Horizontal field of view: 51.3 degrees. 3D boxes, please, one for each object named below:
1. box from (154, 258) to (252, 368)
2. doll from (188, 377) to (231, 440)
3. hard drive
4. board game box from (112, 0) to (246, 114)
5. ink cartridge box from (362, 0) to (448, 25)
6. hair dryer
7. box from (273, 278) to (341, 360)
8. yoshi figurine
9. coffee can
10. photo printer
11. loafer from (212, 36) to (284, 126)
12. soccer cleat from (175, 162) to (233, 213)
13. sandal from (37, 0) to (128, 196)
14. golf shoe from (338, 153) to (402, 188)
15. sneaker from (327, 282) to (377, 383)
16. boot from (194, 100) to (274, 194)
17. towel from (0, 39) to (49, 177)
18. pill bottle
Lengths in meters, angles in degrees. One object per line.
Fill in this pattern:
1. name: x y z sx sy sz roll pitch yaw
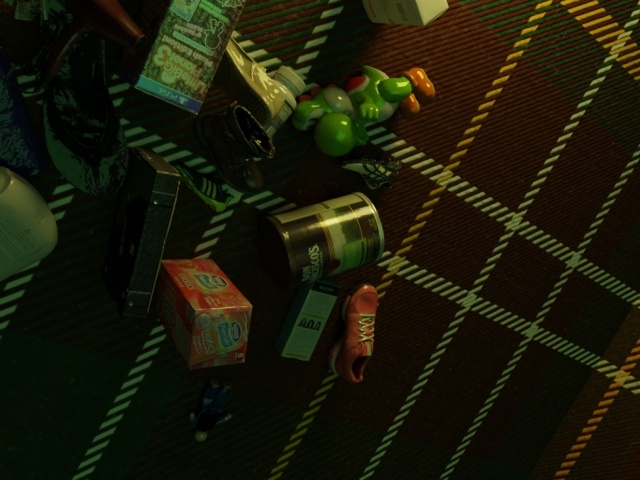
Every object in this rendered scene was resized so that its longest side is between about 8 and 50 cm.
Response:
1. box: -0.290 0.167 1.606 0.142 0.300 0.154 0 110 -29
2. doll: -0.309 0.486 1.884 0.129 0.046 0.189 17 101 -32
3. hard drive: -0.409 -0.023 1.500 0.064 0.237 0.338 8 105 -32
4. board game box: -0.295 -0.441 1.392 0.141 0.232 0.291 20 99 -33
5. ink cartridge box: 0.186 -0.609 1.599 0.092 0.218 0.158 -39 124 -17
6. hair dryer: -0.476 -0.403 1.302 0.294 0.080 0.223 1 100 12
7. box: -0.039 0.221 1.915 0.101 0.060 0.244 18 101 -34
8. yoshi figurine: 0.111 -0.313 1.702 0.362 0.203 0.203 -18 124 -19
9. coffee can: 0.000 0.000 1.760 0.275 0.201 0.201 -17 118 -23
10. photo printer: -0.709 -0.008 1.364 0.308 0.107 0.256 -31 152 -14
11. loafer: -0.181 -0.377 1.521 0.268 0.102 0.092 54 44 3
12. soccer cleat: -0.286 -0.141 1.633 0.072 0.060 0.179 -53 132 -13
13. sandal: -0.508 -0.295 1.393 0.168 0.107 0.445 -9 112 -13
14. golf shoe: 0.135 -0.185 1.835 0.198 0.077 0.093 3 109 -29
15. sneaker: 0.125 0.283 1.988 0.116 0.136 0.313 5 108 -32
16. boot: -0.175 -0.203 1.545 0.091 0.229 0.263 -49 120 -20
17. towel: -0.711 -0.248 1.342 0.228 0.076 0.308 -25 120 -27
18. pill bottle: -0.122 -0.328 1.611 0.180 0.108 0.108 -51 125 -3
